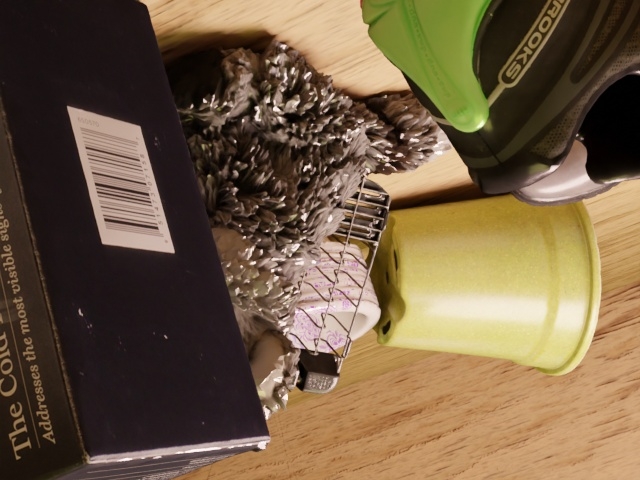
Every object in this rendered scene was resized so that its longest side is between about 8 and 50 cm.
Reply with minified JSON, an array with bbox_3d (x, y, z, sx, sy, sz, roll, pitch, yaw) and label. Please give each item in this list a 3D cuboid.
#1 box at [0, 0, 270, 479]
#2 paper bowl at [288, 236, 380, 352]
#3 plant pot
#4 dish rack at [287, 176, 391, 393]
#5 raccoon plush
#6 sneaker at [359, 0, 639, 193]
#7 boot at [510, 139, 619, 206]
[{"bbox_3d":[-0.247,0.030,0.704,0.312,0.343,0.179,-27,161,27],"label":"box"},{"bbox_3d":[-0.076,0.073,1.330,0.284,0.148,0.284,-15,163,-5],"label":"paper bowl"},{"bbox_3d":[0.198,0.051,1.392,0.254,0.276,0.276,-1,159,-14],"label":"plant pot"},{"bbox_3d":[-0.044,0.035,1.126,0.208,0.271,0.074,12,-167,-17],"label":"dish rack"},{"bbox_3d":[0.000,0.000,0.906,0.446,0.299,0.216,-10,163,-26],"label":"raccoon plush"},{"bbox_3d":[0.226,-0.149,0.755,0.483,0.202,0.185,-22,-179,-37],"label":"sneaker"},{"bbox_3d":[0.352,-0.169,1.100,0.338,0.118,0.222,-25,158,-3],"label":"boot"}]
